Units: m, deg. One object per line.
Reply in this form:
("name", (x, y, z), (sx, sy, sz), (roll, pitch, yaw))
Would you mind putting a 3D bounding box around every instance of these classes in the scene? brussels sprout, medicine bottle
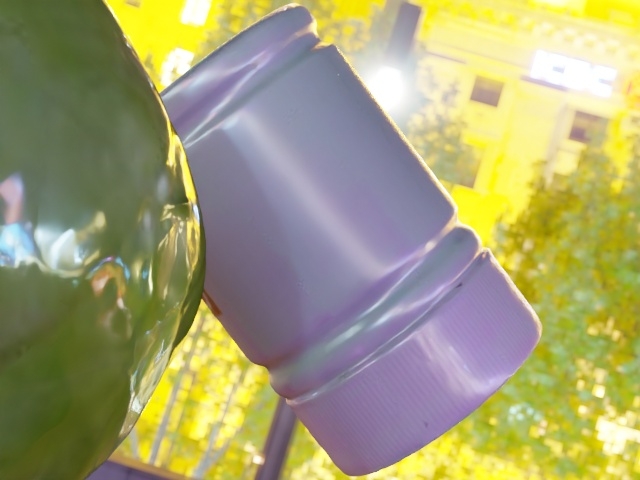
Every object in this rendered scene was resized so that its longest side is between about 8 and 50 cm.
("brussels sprout", (-0.200, -0.004, 0.581), (0.328, 0.328, 0.247), (22, 2, -28))
("medicine bottle", (0.000, 0.000, 1.002), (0.316, 0.202, 0.202), (53, -12, -3))
